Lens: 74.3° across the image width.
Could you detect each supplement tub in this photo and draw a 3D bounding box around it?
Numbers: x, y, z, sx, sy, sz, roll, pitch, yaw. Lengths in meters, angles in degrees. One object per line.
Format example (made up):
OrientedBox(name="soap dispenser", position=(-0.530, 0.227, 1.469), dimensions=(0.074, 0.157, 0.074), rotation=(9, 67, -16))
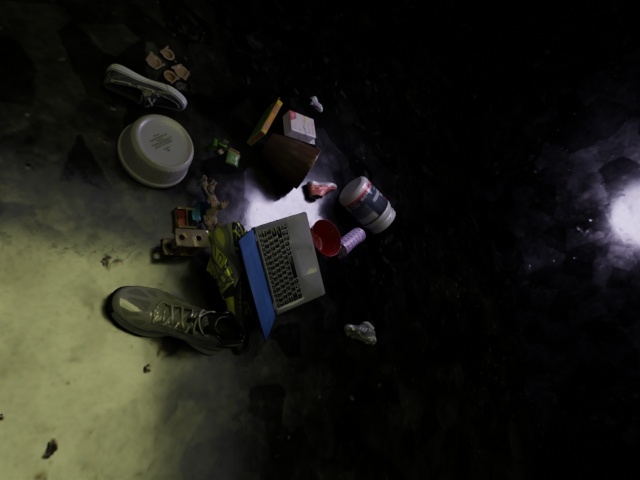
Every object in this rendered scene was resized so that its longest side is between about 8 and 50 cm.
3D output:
OrientedBox(name="supplement tub", position=(0.249, -0.187, 2.241), dimensions=(0.272, 0.191, 0.191), rotation=(42, 49, -21))

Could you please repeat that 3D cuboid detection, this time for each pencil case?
OrientedBox(name="pencil case", position=(0.150, 0.011, 2.146), dimensions=(0.206, 0.086, 0.088), rotation=(-36, 132, -42))

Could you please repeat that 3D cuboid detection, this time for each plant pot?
OrientedBox(name="plant pot", position=(-0.154, -0.391, 1.978), dimensions=(0.230, 0.215, 0.216), rotation=(31, 52, -10))

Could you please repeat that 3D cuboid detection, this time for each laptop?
OrientedBox(name="laptop", position=(-0.132, 0.119, 1.659), dimensions=(0.407, 0.236, 0.383), rotation=(-19, 103, -29))

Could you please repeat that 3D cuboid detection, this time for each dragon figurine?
OrientedBox(name="dragon figurine", position=(-0.441, -0.106, 1.649), dimensions=(0.085, 0.144, 0.290), rotation=(4, 101, -41))

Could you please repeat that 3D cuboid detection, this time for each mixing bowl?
OrientedBox(name="mixing bowl", position=(0.000, 0.000, 2.002), dimensions=(0.181, 0.098, 0.182), rotation=(17, 62, -36))

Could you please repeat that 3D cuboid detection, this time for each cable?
OrientedBox(name="cable", position=(-0.295, 0.295, 1.660), dimensions=(0.139, 0.072, 0.288), rotation=(12, 76, -56))

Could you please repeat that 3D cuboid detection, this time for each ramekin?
OrientedBox(name="ramekin", position=(-0.603, -0.342, 1.580), dimensions=(0.272, 0.127, 0.273), rotation=(18, 62, -37))

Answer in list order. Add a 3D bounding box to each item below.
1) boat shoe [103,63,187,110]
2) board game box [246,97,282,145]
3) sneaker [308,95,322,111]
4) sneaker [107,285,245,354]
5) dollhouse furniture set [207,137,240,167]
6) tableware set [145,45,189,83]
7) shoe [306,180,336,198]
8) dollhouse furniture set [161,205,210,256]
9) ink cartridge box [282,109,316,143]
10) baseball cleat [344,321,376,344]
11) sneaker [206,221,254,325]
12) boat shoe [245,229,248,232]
OrientedBox(name="boat shoe", position=(-0.671, -0.562, 1.628), dimensions=(0.301, 0.108, 0.102), rotation=(21, 59, -32))
OrientedBox(name="board game box", position=(-0.259, -0.562, 1.987), dimensions=(0.039, 0.124, 0.260), rotation=(37, 52, -27))
OrientedBox(name="sneaker", position=(-0.034, -0.749, 2.336), dimensions=(0.069, 0.038, 0.098), rotation=(-27, 82, -43))
OrientedBox(name="sneaker", position=(-0.441, 0.241, 1.386), dimensions=(0.447, 0.257, 0.169), rotation=(29, 55, -30))
OrientedBox(name="dollhouse furniture set", position=(-0.404, -0.385, 1.826), dimensions=(0.151, 0.058, 0.076), rotation=(23, 58, -33))
OrientedBox(name="tableware set", position=(-0.643, -0.739, 1.788), dimensions=(0.169, 0.020, 0.141), rotation=(46, 48, -18))
OrientedBox(name="shoe", position=(0.011, -0.250, 2.147), dimensions=(0.177, 0.063, 0.081), rotation=(2, 72, -36))
OrientedBox(name="dollhouse furniture set", position=(-0.500, -0.048, 1.546), dimensions=(0.128, 0.129, 0.184), rotation=(4, 71, -41))
OrientedBox(name="ink cartridge box", position=(-0.094, -0.581, 2.185), dimensions=(0.198, 0.067, 0.116), rotation=(8, 67, -40))
OrientedBox(name="baseball cleat", position=(0.187, 0.427, 2.024), dimensions=(0.205, 0.072, 0.110), rotation=(37, 37, -31))
OrientedBox(name="sneaker", position=(-0.336, 0.129, 1.577), dimensions=(0.145, 0.147, 0.385), rotation=(21, 61, -75))
OrientedBox(name="boat shoe", position=(-0.249, 0.020, 1.771), dimensions=(0.227, 0.081, 0.069), rotation=(26, 75, -30))
